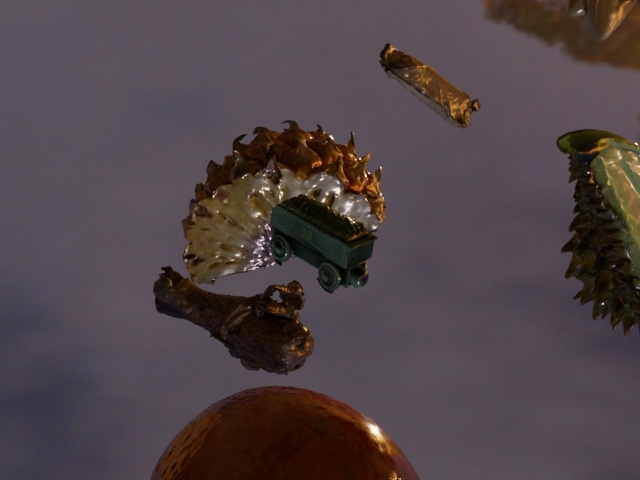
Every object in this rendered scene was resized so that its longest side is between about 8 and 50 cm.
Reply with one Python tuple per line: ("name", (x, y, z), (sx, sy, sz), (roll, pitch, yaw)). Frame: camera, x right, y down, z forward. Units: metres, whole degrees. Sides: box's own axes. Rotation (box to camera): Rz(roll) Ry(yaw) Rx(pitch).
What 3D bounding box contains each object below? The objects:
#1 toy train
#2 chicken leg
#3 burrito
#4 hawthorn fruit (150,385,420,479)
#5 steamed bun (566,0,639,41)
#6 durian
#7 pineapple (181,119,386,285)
("toy train", (0.000, 0.000, 1.691), (0.172, 0.100, 0.070), (30, -144, 34))
("chicken leg", (-0.097, 0.093, 1.489), (0.196, 0.125, 0.080), (10, -139, 24))
("burrito", (0.150, -0.211, 1.754), (0.042, 0.171, 0.051), (-15, -130, 50))
("hawthorn fruit", (-0.037, 0.221, 1.005), (0.263, 0.235, 0.231), (45, -151, 17))
("steamed bun", (0.339, -0.354, 1.297), (0.427, 0.189, 0.247), (-21, -145, 18))
("durian", (0.296, 0.027, 1.130), (0.132, 0.375, 0.106), (-41, -147, -3))
("pineapple", (-0.079, -0.113, 1.976), (0.344, 0.209, 0.286), (-18, -151, 14))
